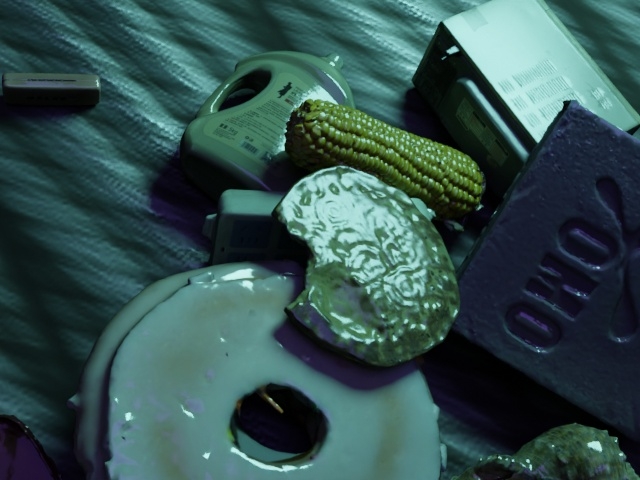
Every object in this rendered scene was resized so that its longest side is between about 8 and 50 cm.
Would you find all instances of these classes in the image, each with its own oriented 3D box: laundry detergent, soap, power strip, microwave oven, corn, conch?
[{"bbox_3d":[-0.048,-0.148,1.208,0.181,0.091,0.253,32,60,5],"label":"laundry detergent"},{"bbox_3d":[0.322,0.034,1.109,0.285,0.107,0.296,29,102,2],"label":"soap"},{"bbox_3d":[0.000,0.000,1.126,0.270,0.118,0.046,2,43,-13],"label":"power strip"},{"bbox_3d":[0.256,-0.177,1.270,0.194,0.145,0.241,-27,72,-22],"label":"microwave oven"},{"bbox_3d":[0.075,-0.089,1.155,0.293,0.106,0.106,17,57,-34],"label":"corn"},{"bbox_3d":[0.243,0.275,1.035,0.207,0.130,0.155,-1,49,-4],"label":"conch"}]

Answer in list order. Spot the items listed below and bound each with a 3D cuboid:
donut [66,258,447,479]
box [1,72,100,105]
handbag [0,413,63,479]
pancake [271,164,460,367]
[{"bbox_3d":[-0.061,0.202,0.977,0.382,0.142,0.383,9,59,-15],"label":"donut"},{"bbox_3d":[-0.325,-0.181,1.182,0.115,0.048,0.025,-1,66,-16],"label":"box"},{"bbox_3d":[-0.325,0.330,0.892,0.260,0.084,0.275,-31,74,-27],"label":"handbag"},{"bbox_3d":[0.049,0.024,1.022,0.211,0.029,0.235,9,58,-20],"label":"pancake"}]
